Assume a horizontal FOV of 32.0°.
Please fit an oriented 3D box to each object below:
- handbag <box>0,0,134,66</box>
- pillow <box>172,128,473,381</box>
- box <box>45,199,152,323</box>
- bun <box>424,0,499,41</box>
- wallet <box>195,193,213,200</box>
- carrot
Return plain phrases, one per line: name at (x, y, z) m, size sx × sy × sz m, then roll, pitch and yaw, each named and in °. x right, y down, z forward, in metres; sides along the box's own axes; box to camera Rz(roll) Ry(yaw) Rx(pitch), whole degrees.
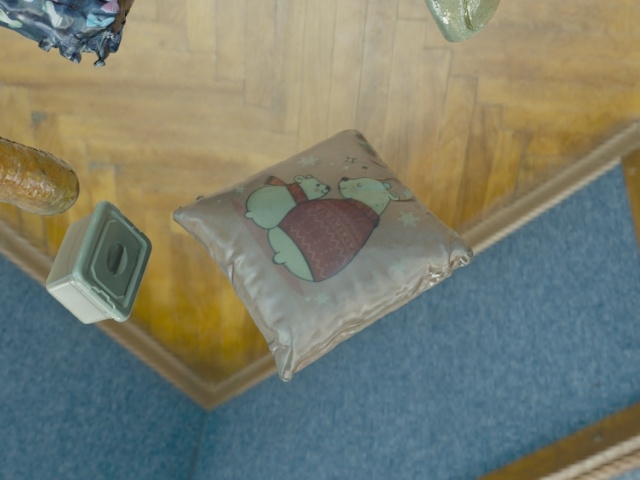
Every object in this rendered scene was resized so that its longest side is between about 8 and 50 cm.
handbag at (-0.247, -0.289, 1.102) m, size 0.162 × 0.260 × 0.113 m, roll 21°, pitch 143°, yaw -13°
pillow at (0.000, 0.000, 1.084) m, size 0.223 × 0.236 × 0.084 m, roll -26°, pitch 142°, yaw -14°
box at (-0.244, 0.028, 1.225) m, size 0.062 × 0.122 × 0.089 m, roll -21°, pitch 129°, yaw 29°
bun at (0.185, -0.354, 1.483) m, size 0.113 × 0.173 × 0.166 m, roll -25°, pitch 77°, yaw 14°
wallet at (-0.090, 0.000, 1.247) m, size 0.039 × 0.153 × 0.118 m, roll -43°, pitch 113°, yaw -10°
carrot at (-0.229, -0.052, 0.740) m, size 0.047 × 0.047 × 0.191 m, roll -22°, pitch 161°, yaw 22°
